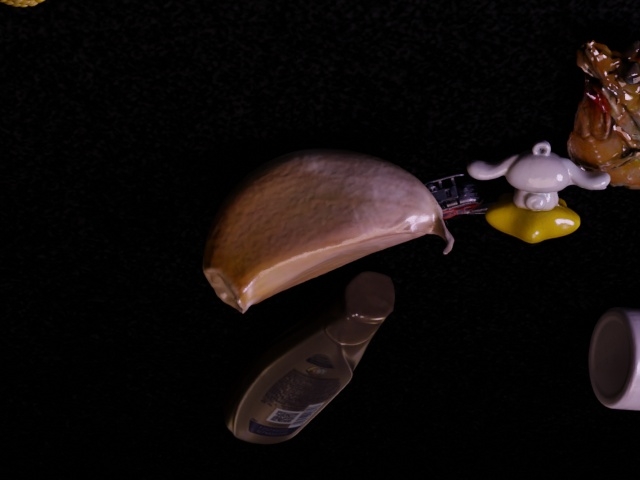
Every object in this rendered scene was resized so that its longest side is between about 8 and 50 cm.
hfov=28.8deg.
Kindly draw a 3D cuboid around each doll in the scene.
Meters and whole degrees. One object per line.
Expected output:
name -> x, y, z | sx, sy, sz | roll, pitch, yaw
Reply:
doll -> 0.212, -0.052, 1.273 | 0.135, 0.071, 0.113 | 24, 129, -8

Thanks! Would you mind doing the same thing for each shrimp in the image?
shrimp -> 0.301, -0.116, 1.200 | 0.154, 0.062, 0.294 | -12, 148, 27

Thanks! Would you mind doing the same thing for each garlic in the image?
garlic -> 0.004, -0.010, 1.236 | 0.245, 0.164, 0.145 | -17, 129, 9

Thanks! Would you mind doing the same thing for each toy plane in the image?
toy plane -> 0.118, -0.034, 1.328 | 0.145, 0.037, 0.060 | -15, 157, 9

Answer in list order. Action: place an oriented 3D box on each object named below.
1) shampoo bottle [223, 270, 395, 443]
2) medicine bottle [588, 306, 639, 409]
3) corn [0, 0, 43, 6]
shampoo bottle -> -0.013, 0.151, 1.559 | 0.126, 0.084, 0.350 | 8, 145, -23
medicine bottle -> 0.524, 0.160, 1.592 | 0.341, 0.130, 0.130 | 6, 146, -14
corn -> -0.266, -0.237, 0.935 | 0.085, 0.063, 0.165 | -1, 156, 43
